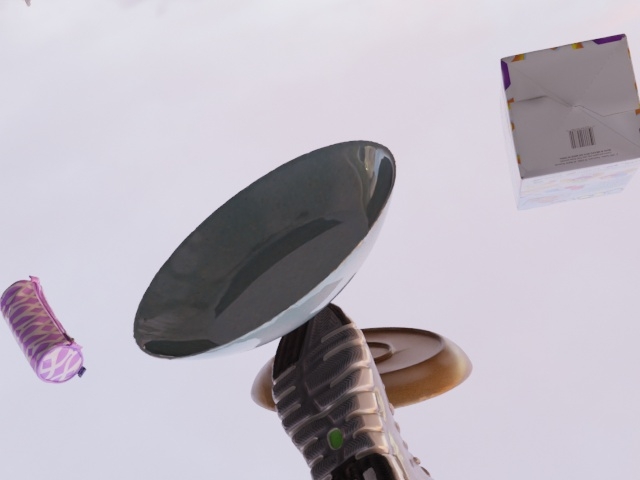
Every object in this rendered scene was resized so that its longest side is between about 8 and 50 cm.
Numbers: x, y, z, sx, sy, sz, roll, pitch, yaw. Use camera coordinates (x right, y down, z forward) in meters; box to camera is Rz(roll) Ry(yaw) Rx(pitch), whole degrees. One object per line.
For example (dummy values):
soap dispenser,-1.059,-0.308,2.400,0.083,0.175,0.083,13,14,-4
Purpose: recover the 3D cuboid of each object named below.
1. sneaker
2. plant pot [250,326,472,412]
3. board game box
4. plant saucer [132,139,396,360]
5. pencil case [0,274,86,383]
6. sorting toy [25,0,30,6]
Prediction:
sneaker,0.039,0.161,0.912,0.086,0.132,0.229,-33,-136,17
plant pot,0.041,0.131,1.241,0.236,0.032,0.236,-8,-170,1
board game box,0.295,-0.132,1.411,0.144,0.142,0.275,-10,173,7
plant saucer,-0.027,0.014,0.724,0.195,0.037,0.195,-30,-155,16
pencil case,-0.463,0.149,1.948,0.086,0.088,0.206,17,-160,-46
sorting toy,-0.365,-0.326,1.406,0.012,0.083,0.062,-24,179,-19
